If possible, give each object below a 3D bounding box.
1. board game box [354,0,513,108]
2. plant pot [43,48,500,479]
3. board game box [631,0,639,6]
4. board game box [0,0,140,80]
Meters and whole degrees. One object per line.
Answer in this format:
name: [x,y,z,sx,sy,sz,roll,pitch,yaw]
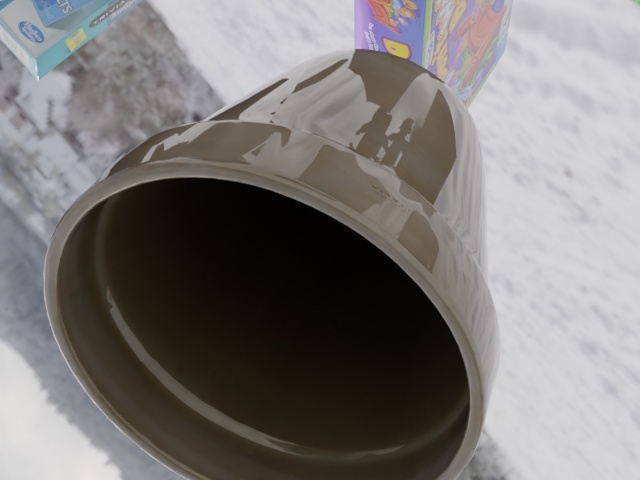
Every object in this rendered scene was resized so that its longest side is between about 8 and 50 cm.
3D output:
board game box: [0.124,-0.240,1.191,0.078,0.233,0.347,26,155,16]
plant pot: [0.000,0.000,0.875,0.323,0.280,0.323,13,132,15]
board game box: [0.360,-0.296,1.047,0.136,0.030,0.260,28,151,-19]
board game box: [-0.311,-0.405,1.453,0.254,0.336,0.079,47,163,3]
